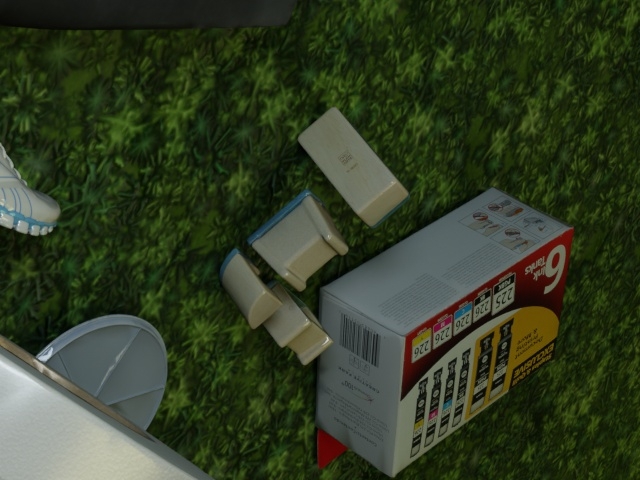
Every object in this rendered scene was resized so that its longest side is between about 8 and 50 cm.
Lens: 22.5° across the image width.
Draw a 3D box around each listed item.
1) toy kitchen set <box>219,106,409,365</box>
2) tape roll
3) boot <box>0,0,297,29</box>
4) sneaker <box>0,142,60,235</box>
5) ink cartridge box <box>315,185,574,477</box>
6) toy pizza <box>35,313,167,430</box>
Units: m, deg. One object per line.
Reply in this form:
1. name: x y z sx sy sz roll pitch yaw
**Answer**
1. toy kitchen set: 0.000 0.000 1.655 0.207 0.122 0.166 -40 145 5
2. tape roll: -0.228 0.120 1.181 0.072 0.392 0.392 -56 145 -7
3. boot: -0.156 -0.319 1.165 0.445 0.146 0.367 -8 130 -45
4. sneaker: -0.269 -0.059 1.282 0.190 0.071 0.083 22 90 -56
5. ink cartridge box: 0.143 0.127 1.883 0.309 0.130 0.272 -30 136 -37
6. toy pizza: -0.228 0.152 1.507 0.201 0.032 0.201 -31 139 -31
